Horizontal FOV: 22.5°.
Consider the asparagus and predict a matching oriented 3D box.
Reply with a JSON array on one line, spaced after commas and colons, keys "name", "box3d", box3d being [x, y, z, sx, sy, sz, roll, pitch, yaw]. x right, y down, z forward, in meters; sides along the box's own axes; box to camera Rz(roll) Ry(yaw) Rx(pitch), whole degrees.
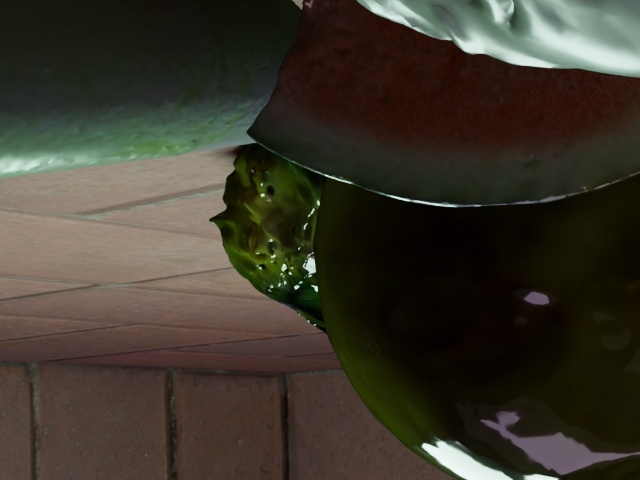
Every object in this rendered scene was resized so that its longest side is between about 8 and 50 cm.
[{"name": "asparagus", "box3d": [0.000, 0.000, 1.135, 0.128, 0.108, 0.382, -2, 170, 14]}]

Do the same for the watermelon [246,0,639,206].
[{"name": "watermelon", "box3d": [0.093, -0.088, 0.595, 0.231, 0.128, 0.146, -5, -171, 9]}]

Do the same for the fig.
[{"name": "fig", "box3d": [0.114, -0.002, 0.742, 0.239, 0.240, 0.271, 0, -165, -10]}]

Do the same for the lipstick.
[{"name": "lipstick", "box3d": [-0.115, -0.059, 0.590, 0.076, 0.076, 0.304, -8, -177, 38]}]

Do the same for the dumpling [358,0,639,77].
[{"name": "dumpling", "box3d": [0.086, -0.119, 0.401, 0.219, 0.153, 0.108, -19, -154, 32]}]
